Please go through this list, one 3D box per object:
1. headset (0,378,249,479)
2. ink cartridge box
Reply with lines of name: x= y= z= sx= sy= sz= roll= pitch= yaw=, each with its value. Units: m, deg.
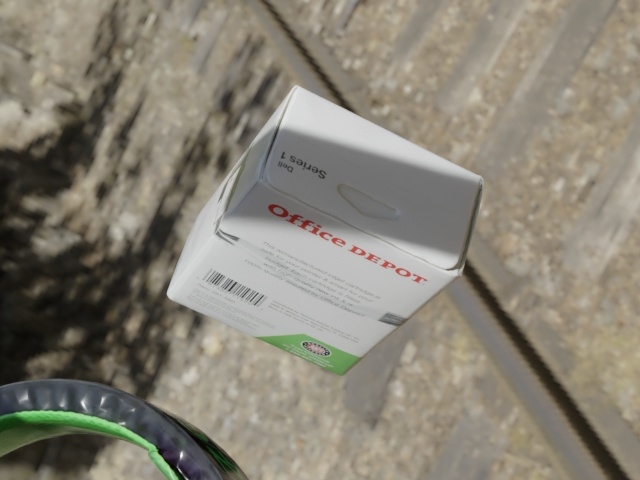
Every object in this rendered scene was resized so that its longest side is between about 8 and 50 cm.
headset: x=-0.195 y=0.233 z=0.699 sx=0.394 sy=0.185 sz=0.243 roll=-46 pitch=61 yaw=4
ink cartridge box: x=0.000 y=0.000 z=1.128 sx=0.219 sy=0.160 sz=0.092 roll=-46 pitch=22 yaw=56
